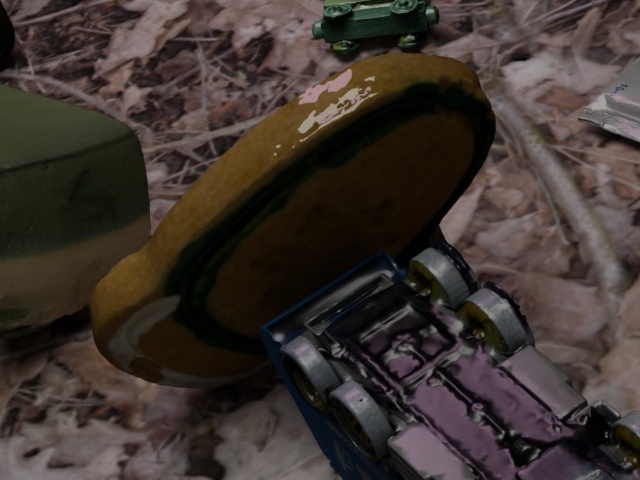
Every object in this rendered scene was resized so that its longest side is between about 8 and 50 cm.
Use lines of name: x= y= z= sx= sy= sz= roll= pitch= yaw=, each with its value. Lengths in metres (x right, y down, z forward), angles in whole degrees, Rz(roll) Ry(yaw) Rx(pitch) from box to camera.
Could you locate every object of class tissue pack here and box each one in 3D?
tissue pack: x=0.326 y=-0.143 z=1.628 sx=0.123 sy=0.026 sz=0.193 roll=25 pitch=57 yaw=38

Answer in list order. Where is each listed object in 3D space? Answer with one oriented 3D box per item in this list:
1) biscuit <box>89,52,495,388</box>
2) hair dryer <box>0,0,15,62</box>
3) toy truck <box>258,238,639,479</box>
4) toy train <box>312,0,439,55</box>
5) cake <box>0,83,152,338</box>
biscuit: x=0.001 y=0.002 z=1.430 sx=0.344 sy=0.287 sz=0.057 roll=-41 pitch=60 yaw=16
hair dryer: x=-0.429 y=-0.178 z=1.928 sx=0.248 sy=0.070 sz=0.114 roll=-32 pitch=37 yaw=0
toy truck: x=0.101 y=0.136 z=1.293 sx=0.146 sy=0.175 sz=0.367 roll=-33 pitch=42 yaw=-14
toy train: x=0.054 y=-0.212 z=1.791 sx=0.122 sy=0.050 sz=0.081 roll=-5 pitch=33 yaw=14
cake: x=-0.259 y=-0.058 z=1.644 sx=0.172 sy=0.158 sz=0.283 roll=-12 pitch=31 yaw=-21
